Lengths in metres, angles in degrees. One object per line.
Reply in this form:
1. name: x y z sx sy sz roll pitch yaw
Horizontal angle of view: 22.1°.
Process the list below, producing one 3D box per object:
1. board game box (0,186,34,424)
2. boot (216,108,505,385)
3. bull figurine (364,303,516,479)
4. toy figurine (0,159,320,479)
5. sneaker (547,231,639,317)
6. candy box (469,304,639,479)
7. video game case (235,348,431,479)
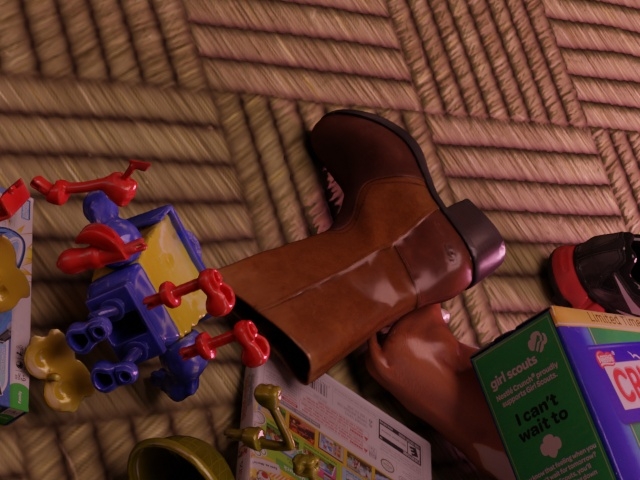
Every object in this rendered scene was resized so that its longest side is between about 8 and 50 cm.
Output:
1. board game box: -0.299 0.038 1.318 0.136 0.035 0.201 20 52 -37
2. boot: 0.000 0.000 1.616 0.280 0.096 0.264 -27 64 -32
3. bull figurine: 0.171 0.164 1.674 0.310 0.101 0.188 44 37 -20
4. toy figurine: -0.110 0.063 1.377 0.363 0.191 0.217 60 23 -16
5. sneaker: 0.401 0.068 1.946 0.276 0.135 0.098 29 45 -32
6. candy box: 0.310 0.232 1.587 0.268 0.122 0.317 7 54 -49
7. video game case: 0.017 0.216 1.510 0.227 0.026 0.206 36 33 -25
